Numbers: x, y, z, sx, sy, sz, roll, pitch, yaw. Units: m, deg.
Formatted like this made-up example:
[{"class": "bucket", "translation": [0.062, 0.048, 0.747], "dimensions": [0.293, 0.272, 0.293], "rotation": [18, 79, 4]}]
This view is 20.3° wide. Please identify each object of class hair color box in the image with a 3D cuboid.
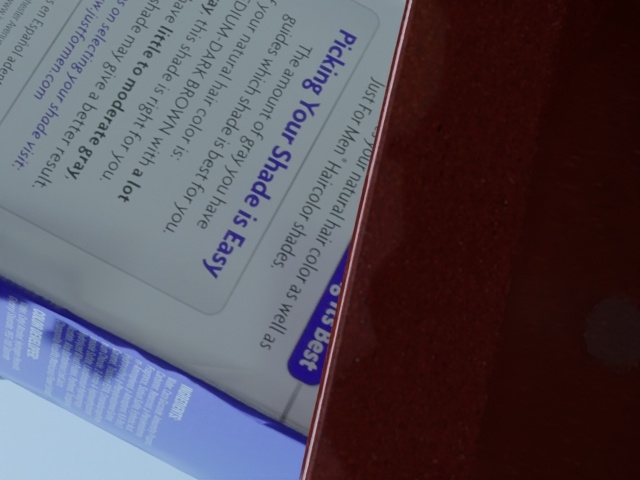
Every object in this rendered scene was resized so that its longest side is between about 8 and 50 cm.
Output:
[{"class": "hair color box", "translation": [0.000, 0.000, 0.667], "dimensions": [0.339, 0.110, 0.185], "rotation": [27, -117, 2]}]

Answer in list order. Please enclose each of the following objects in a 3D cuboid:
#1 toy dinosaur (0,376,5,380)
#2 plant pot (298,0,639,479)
[{"class": "toy dinosaur", "translation": [-0.261, 0.023, 0.892], "dimensions": [0.313, 0.160, 0.121], "rotation": [4, -124, 0]}, {"class": "plant pot", "translation": [0.155, 0.014, 0.391], "dimensions": [0.235, 0.267, 0.267], "rotation": [17, -103, -15]}]
